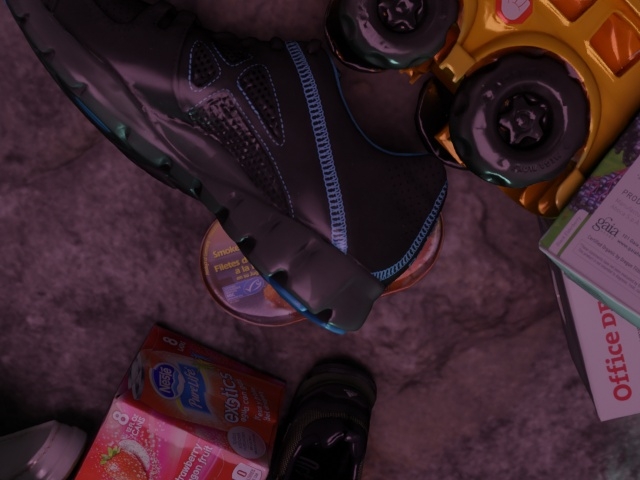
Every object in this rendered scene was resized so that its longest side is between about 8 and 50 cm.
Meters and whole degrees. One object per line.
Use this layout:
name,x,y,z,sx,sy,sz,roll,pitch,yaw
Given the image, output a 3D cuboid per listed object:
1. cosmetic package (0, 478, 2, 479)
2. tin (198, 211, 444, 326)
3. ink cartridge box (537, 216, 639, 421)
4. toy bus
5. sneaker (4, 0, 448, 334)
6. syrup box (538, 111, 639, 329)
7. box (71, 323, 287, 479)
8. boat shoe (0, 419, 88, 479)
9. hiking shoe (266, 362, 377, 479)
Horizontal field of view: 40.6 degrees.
cosmetic package,-0.352,0.243,0.633,0.225,0.138,0.224,43,114,1
tin,0.000,0.000,0.661,0.190,0.040,0.106,-17,114,10
ink cartridge box,0.279,0.023,0.620,0.212,0.093,0.154,-14,110,12
toy bus,0.122,-0.155,0.540,0.220,0.149,0.211,42,96,-10
sneaker,-0.068,-0.093,0.588,0.341,0.125,0.139,42,84,-1
syrup box,0.243,-0.055,0.498,0.096,0.093,0.237,39,96,28
box,-0.142,0.216,0.712,0.128,0.122,0.256,26,112,-7
boat shoe,-0.326,0.214,0.739,0.277,0.098,0.096,-30,108,16
hiking shoe,-0.022,0.213,0.707,0.086,0.114,0.226,19,112,-3
